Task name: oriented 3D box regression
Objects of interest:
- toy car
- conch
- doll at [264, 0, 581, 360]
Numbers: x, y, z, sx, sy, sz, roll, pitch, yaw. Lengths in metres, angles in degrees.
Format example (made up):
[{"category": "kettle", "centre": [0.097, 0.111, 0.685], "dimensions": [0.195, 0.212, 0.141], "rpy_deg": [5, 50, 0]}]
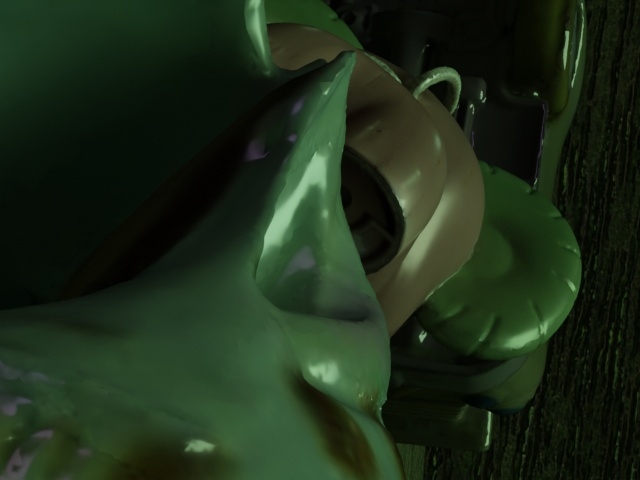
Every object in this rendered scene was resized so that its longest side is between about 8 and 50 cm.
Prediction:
[{"category": "toy car", "centre": [0.057, -0.041, 1.071], "dimensions": [0.226, 0.242, 0.336], "rpy_deg": [71, 26, -65]}, {"category": "conch", "centre": [-0.094, 0.074, 0.398], "dimensions": [0.249, 0.197, 0.368], "rpy_deg": [49, 30, -9]}, {"category": "doll", "centre": [0.013, -0.037, 0.820], "dimensions": [0.216, 0.284, 0.268], "rpy_deg": [-52, 174, 39]}]
